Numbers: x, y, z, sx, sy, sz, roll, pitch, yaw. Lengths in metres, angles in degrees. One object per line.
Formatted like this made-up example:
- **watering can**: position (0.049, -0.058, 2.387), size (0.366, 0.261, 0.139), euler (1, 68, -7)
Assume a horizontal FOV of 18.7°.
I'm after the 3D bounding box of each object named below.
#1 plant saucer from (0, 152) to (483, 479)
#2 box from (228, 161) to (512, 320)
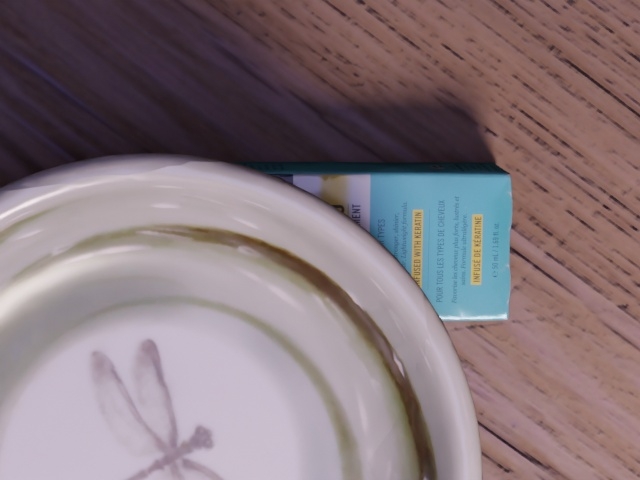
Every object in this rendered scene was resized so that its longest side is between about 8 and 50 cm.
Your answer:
- **plant saucer**: position (-0.105, 0.145, 1.195), size (0.401, 0.100, 0.400), euler (0, 94, -7)
- **box**: position (0.000, 0.000, 1.271), size (0.244, 0.060, 0.100), euler (0, 98, -4)
